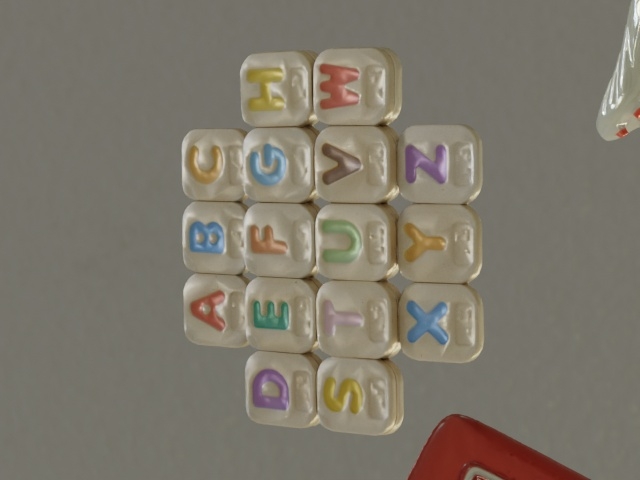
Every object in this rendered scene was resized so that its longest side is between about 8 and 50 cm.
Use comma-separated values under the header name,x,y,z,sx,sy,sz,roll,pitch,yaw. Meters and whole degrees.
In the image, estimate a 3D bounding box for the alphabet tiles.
name,x,y,z,sx,sy,sz,roll,pitch,yaw
alphabet tiles,0.000,0.000,1.449,0.278,0.284,0.021,3,-174,38

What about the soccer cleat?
name,x,y,z,sx,sy,sz,roll,pitch,yaw
soccer cleat,0.279,-0.165,1.635,0.068,0.196,0.076,-20,-120,-40

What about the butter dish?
name,x,y,z,sx,sy,sz,roll,pitch,yaw
butter dish,0.105,0.217,1.280,0.160,0.118,0.160,28,-106,-6
